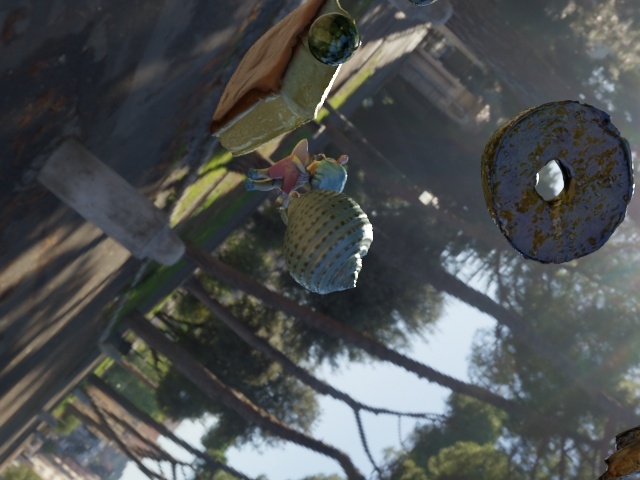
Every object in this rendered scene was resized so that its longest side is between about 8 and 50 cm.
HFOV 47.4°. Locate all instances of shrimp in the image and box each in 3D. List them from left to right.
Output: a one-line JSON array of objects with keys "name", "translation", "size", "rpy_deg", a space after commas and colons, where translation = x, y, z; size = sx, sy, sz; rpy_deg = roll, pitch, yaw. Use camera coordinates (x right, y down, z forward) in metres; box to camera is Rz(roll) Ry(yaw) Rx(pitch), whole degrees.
[{"name": "shrimp", "translation": [0.652, 0.414, 1.484], "size": [0.254, 0.059, 0.145], "rpy_deg": [-44, -178, 29]}]

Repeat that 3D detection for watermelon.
[{"name": "watermelon", "translation": [0.028, -0.378, 1.382], "size": [0.109, 0.109, 0.109], "rpy_deg": [-48, -178, 2]}]

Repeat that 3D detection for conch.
[{"name": "conch", "translation": [-0.001, 0.005, 1.339], "size": [0.172, 0.200, 0.131], "rpy_deg": [-48, -176, 25]}]

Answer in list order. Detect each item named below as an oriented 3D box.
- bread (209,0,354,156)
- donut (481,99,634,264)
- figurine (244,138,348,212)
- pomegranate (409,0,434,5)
[{"name": "bread", "translation": [-0.095, -0.384, 1.713], "size": [0.333, 0.143, 0.324], "rpy_deg": [-18, -139, 50]}, {"name": "donut", "translation": [0.383, -0.104, 1.221], "size": [0.272, 0.272, 0.107], "rpy_deg": [-48, -162, 5]}, {"name": "figurine", "translation": [-0.059, -0.133, 1.775], "size": [0.259, 0.103, 0.205], "rpy_deg": [-5, 130, -27]}, {"name": "pomegranate", "translation": [0.174, -0.447, 1.271], "size": [0.073, 0.073, 0.084], "rpy_deg": [-48, -141, -16]}]
